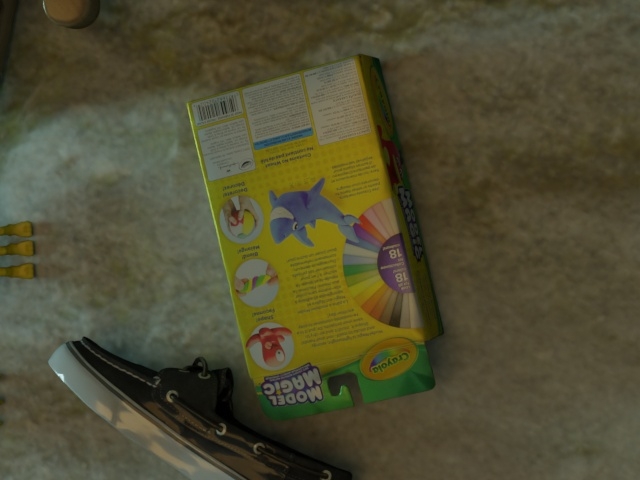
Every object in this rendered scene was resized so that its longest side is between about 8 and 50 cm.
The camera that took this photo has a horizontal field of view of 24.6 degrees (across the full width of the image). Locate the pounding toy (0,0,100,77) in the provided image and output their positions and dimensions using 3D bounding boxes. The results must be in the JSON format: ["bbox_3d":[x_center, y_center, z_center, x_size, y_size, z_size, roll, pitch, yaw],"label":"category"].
[{"bbox_3d":[-0.248,-0.176,1.033,0.206,0.094,0.181,13,92,8],"label":"pounding toy"}]

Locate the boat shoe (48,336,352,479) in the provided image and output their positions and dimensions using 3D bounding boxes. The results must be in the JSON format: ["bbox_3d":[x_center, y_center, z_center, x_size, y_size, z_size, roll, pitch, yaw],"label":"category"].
[{"bbox_3d":[-0.079,0.122,0.998,0.228,0.080,0.076,33,85,17],"label":"boat shoe"}]

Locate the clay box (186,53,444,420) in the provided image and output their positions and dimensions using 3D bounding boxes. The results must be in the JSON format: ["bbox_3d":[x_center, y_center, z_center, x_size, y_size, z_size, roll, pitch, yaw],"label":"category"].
[{"bbox_3d":[0.000,0.000,0.974,0.127,0.053,0.222,-13,90,18],"label":"clay box"}]

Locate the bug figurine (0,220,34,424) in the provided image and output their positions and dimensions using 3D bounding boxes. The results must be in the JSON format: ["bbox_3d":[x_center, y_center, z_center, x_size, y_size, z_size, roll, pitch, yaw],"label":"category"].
[{"bbox_3d":[-0.346,0.058,1.082,0.279,0.072,0.216,-6,91,18],"label":"bug figurine"}]
